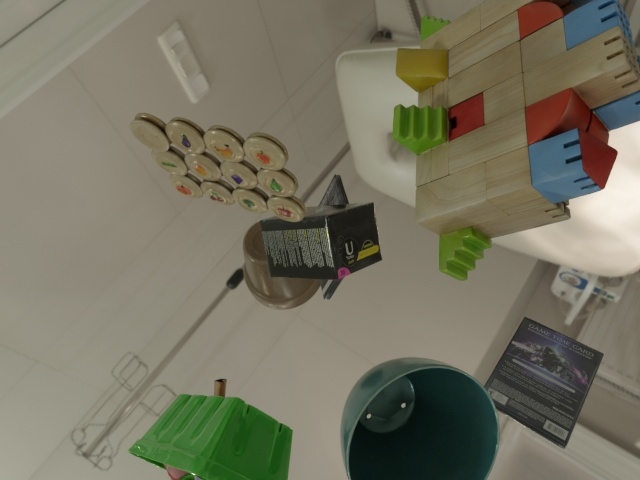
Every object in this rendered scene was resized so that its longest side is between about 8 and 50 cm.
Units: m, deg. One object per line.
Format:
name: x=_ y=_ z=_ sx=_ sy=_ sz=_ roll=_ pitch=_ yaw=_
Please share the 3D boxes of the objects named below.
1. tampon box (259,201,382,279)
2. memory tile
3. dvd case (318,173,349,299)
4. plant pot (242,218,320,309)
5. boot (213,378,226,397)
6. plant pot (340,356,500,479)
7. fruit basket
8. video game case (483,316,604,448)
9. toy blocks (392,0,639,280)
tampon box: x=0.000 y=0.000 z=0.777 sx=0.161 sy=0.120 sz=0.102 roll=-1 pitch=103 yaw=44
memory tile: x=-0.088 y=-0.062 z=0.416 sx=0.147 sy=0.012 sz=0.113 roll=14 pitch=151 yaw=18
dvd case: x=0.026 y=-0.010 z=0.992 sx=0.018 sy=0.221 sz=0.165 roll=10 pitch=132 yaw=-23
plant pot: x=-0.131 y=0.049 z=1.424 sx=0.263 sy=0.263 sz=0.229 roll=29 pitch=160 yaw=24
boot: x=-0.293 y=0.565 z=1.391 sx=0.096 sy=0.281 sz=0.264 roll=7 pitch=172 yaw=-8
plant pot: x=0.159 y=0.348 z=0.897 sx=0.290 sy=0.290 sz=0.195 roll=44 pitch=174 yaw=-14
fruit basket: x=-0.250 y=0.545 z=1.001 sx=0.283 sy=0.392 sz=0.392 roll=41 pitch=161 yaw=-25
video game case: x=0.525 y=0.321 z=1.106 sx=0.196 sy=0.274 sz=0.026 roll=27 pitch=141 yaw=29
toy blocks: x=0.248 y=-0.166 z=0.550 sx=0.190 sy=0.382 sz=0.260 roll=24 pitch=152 yaw=-36
